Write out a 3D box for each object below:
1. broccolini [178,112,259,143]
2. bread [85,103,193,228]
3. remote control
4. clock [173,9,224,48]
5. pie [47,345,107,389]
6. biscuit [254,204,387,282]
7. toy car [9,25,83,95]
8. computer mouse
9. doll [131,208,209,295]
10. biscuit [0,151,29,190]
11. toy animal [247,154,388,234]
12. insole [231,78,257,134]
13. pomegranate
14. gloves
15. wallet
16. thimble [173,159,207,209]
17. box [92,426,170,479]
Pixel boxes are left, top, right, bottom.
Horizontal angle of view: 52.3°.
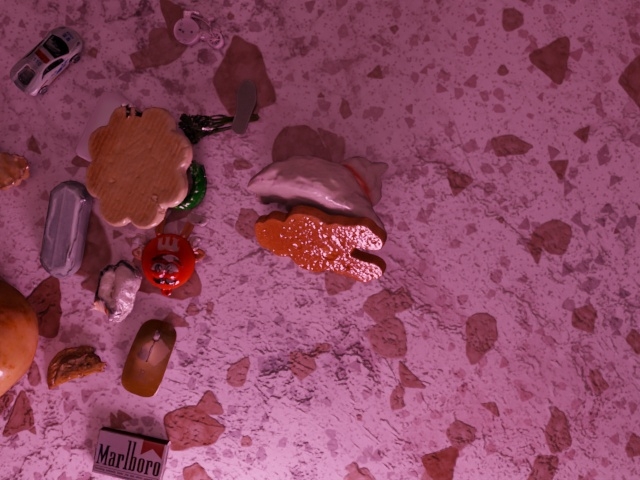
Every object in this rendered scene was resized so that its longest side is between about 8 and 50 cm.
[{"bbox_3d":[-0.255,-0.294,1.638,0.201,0.058,0.073,-13,132,-16],"label":"broccolini"},{"bbox_3d":[-0.433,-0.177,1.560,0.316,0.054,0.315,-1,86,21],"label":"bread"},{"bbox_3d":[-0.641,-0.029,1.637,0.104,0.052,0.247,10,93,3],"label":"remote control"},{"bbox_3d":[-0.300,-0.525,1.630,0.129,0.041,0.087,16,94,6],"label":"clock"},{"bbox_3d":[-0.623,0.314,1.648,0.170,0.034,0.091,-16,92,7],"label":"pie"},{"bbox_3d":[0.000,0.000,1.561,0.334,0.201,0.047,10,46,19],"label":"biscuit"},{"bbox_3d":[-0.685,-0.452,1.632,0.205,0.056,0.095,-44,88,2],"label":"toy car"},{"bbox_3d":[-0.430,0.297,1.637,0.102,0.045,0.198,22,91,-1],"label":"computer mouse"},{"bbox_3d":[-0.380,0.027,1.616,0.183,0.085,0.217,13,82,1],"label":"doll"},{"bbox_3d":[-0.817,-0.188,1.635,0.183,0.061,0.118,28,93,3],"label":"biscuit"},{"bbox_3d":[0.001,-0.141,1.579,0.308,0.266,0.188,8,72,43],"label":"toy animal"},{"bbox_3d":[-0.191,-0.334,1.627,0.053,0.002,0.152,17,75,-12],"label":"insole"},{"bbox_3d":[-0.840,0.248,1.528,0.339,0.338,0.337,0,90,1],"label":"pomegranate"},{"bbox_3d":[-0.503,0.120,1.620,0.114,0.070,0.153,26,99,28],"label":"gloves"},{"bbox_3d":[-0.540,-0.284,1.641,0.095,0.033,0.189,24,92,-1],"label":"wallet"},{"bbox_3d":[-0.339,-0.142,1.609,0.118,0.090,0.130,34,91,3],"label":"thimble"},{"bbox_3d":[-0.478,0.544,1.644,0.178,0.036,0.115,12,91,1],"label":"box"}]
